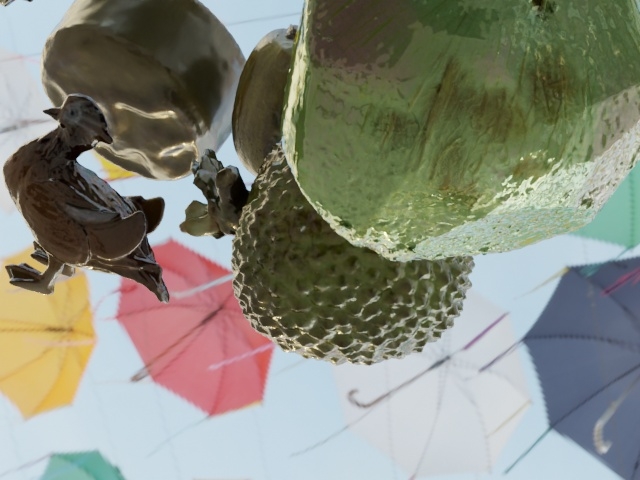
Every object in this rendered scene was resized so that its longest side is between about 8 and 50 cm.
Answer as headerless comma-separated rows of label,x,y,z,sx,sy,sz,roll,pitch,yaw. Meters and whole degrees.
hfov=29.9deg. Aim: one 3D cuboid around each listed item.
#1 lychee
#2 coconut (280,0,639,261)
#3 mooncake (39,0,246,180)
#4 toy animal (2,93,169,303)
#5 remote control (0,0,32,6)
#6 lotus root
lychee,0.011,0.004,1.327,0.319,0.270,0.270,19,-58,-20
coconut,0.123,-0.142,0.951,0.328,0.281,0.329,2,-49,3
mooncake,-0.246,-0.216,1.653,0.284,0.156,0.284,20,-33,14
toy animal,-0.196,-0.027,1.058,0.188,0.089,0.179,32,-64,-1
remote control,-0.071,-0.279,0.660,0.398,0.062,0.145,-34,-128,31
lotus root,-0.041,-0.144,1.554,0.154,0.154,0.278,28,-56,21
